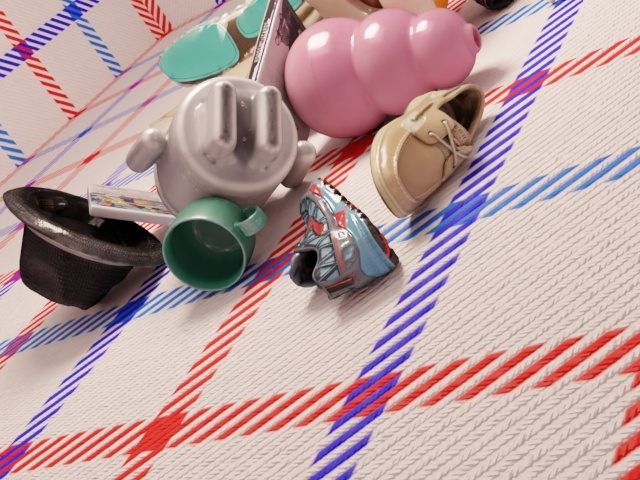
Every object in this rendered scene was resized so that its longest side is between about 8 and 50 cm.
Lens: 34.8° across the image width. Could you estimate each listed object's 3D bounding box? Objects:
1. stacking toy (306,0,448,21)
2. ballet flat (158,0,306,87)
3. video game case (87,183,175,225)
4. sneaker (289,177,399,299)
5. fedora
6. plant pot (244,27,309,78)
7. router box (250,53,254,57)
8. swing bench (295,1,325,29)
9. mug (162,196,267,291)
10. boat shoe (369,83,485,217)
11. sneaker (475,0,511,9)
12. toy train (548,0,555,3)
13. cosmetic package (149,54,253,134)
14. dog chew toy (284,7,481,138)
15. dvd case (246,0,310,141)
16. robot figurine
[{"bbox_3d":[0.193,-0.619,1.953,0.480,0.350,0.350,-52,25,-14],"label":"stacking toy"},{"bbox_3d":[-0.187,-0.482,2.441,0.409,0.147,0.147,-27,22,10],"label":"ballet flat"},{"bbox_3d":[-0.332,-0.064,1.908,0.201,0.023,0.183,8,13,-16],"label":"video game case"},{"bbox_3d":[0.000,0.000,1.349,0.125,0.104,0.262,-38,21,-3],"label":"sneaker"},{"bbox_3d":[-0.435,0.027,1.813,0.152,0.334,0.334,-67,19,9],"label":"fedora"},{"bbox_3d":[-0.033,-0.309,2.021,0.237,0.110,0.237,-24,36,18],"label":"plant pot"},{"bbox_3d":[-0.112,-0.454,2.518,0.335,0.082,0.301,-37,21,-6],"label":"router box"},{"bbox_3d":[0.094,-0.520,2.256,0.254,0.165,0.253,-19,26,48],"label":"swing bench"},{"bbox_3d":[-0.151,-0.001,1.552,0.157,0.129,0.097,3,30,11],"label":"mug"},{"bbox_3d":[0.156,-0.137,1.413,0.098,0.109,0.302,-21,19,33],"label":"boat shoe"},{"bbox_3d":[0.404,-0.542,1.914,0.283,0.107,0.124,-48,31,12],"label":"sneaker"},{"bbox_3d":[0.443,-0.480,1.803,0.125,0.046,0.166,-28,22,15],"label":"toy train"},{"bbox_3d":[-0.224,-0.283,2.280,0.309,0.113,0.160,-33,21,2],"label":"cosmetic package"},{"bbox_3d":[0.107,-0.292,1.702,0.332,0.207,0.206,-12,29,30],"label":"dog chew toy"},{"bbox_3d":[-0.058,-0.290,1.786,0.029,0.179,0.239,-8,51,27],"label":"dvd case"},{"bbox_3d":[-0.160,-0.134,1.664,0.353,0.300,0.200,135,140,-65],"label":"robot figurine"}]
